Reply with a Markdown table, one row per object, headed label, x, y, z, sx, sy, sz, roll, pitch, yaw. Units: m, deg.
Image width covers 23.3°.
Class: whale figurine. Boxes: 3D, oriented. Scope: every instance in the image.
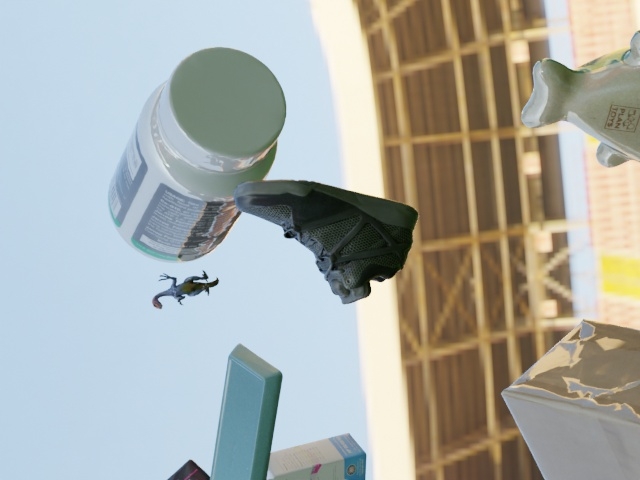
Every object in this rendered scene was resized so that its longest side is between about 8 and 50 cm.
| label | x | y | z | sx | sy | sz | roll | pitch | yaw |
| --- | --- | --- | --- | --- | --- | --- | --- | --- | --- |
| whale figurine | 0.403 | -0.200 | 2.069 | 0.141 | 0.272 | 0.216 | -95 | 10 | -50 |

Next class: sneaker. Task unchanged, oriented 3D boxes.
| label | x | y | z | sx | sy | sz | roll | pitch | yaw |
| --- | --- | --- | --- | --- | --- | --- | --- | --- | --- |
| sneaker | 0.000 | 0.000 | 1.860 | 0.087 | 0.227 | 0.130 | 156 | 126 | -71 |

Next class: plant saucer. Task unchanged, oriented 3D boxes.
| label | x | y | z | sx | sy | sz | roll | pitch | yaw |
| --- | --- | --- | --- | --- | --- | --- | --- | --- | --- |
| plant saucer | -0.072 | 0.191 | 1.382 | 0.018 | 0.067 | 0.192 | -8 | -64 | -40 |

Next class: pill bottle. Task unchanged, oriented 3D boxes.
| label | x | y | z | sx | sy | sz | roll | pitch | yaw |
| --- | --- | --- | --- | --- | --- | --- | --- | --- | --- |
| pill bottle | -0.181 | -0.121 | 2.263 | 0.361 | 0.204 | 0.204 | 130 | 150 | -61 |

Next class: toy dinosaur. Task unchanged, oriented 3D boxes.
| label | x | y | z | sx | sy | sz | roll | pitch | yaw |
| --- | --- | --- | --- | --- | --- | --- | --- | --- | --- |
| toy dinosaur | -0.196 | 0.076 | 2.201 | 0.090 | 0.082 | 0.047 | 28 | -135 | -62 |

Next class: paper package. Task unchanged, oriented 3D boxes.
| label | x | y | z | sx | sy | sz | roll | pitch | yaw |
| --- | --- | --- | --- | --- | --- | --- | --- | --- | --- |
| paper package | 0.433 | 0.288 | 1.975 | 0.168 | 0.309 | 0.325 | -38 | -68 | -24 |

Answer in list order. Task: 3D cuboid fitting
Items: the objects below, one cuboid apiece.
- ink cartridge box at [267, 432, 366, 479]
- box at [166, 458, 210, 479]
| label | x | y | z | sx | sy | sz | roll | pitch | yaw |
| --- | --- | --- | --- | --- | --- | --- | --- | --- | --- |
| ink cartridge box | -0.030 | 0.346 | 2.173 | 0.061 | 0.181 | 0.104 | -134 | 39 | -54 |
| box | -0.228 | 0.485 | 2.360 | 0.247 | 0.142 | 0.163 | -40 | -32 | -15 |
